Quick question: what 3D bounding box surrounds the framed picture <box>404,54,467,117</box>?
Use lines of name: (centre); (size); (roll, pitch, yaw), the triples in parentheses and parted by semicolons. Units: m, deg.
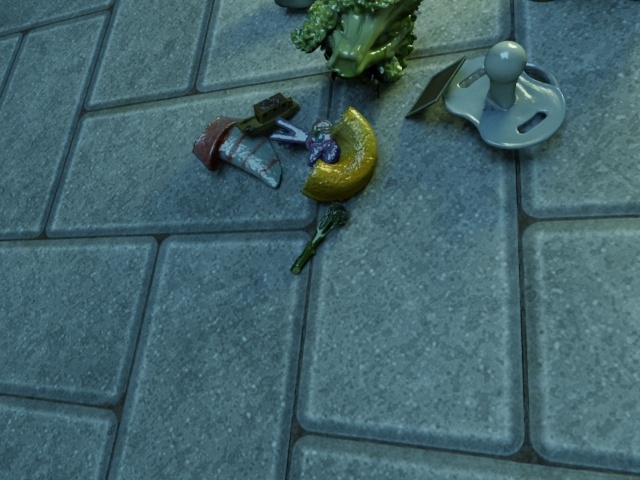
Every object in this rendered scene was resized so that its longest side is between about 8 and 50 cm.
framed picture: (0.288, -0.381, 1.223); (0.011, 0.183, 0.142); (35, 84, -12)

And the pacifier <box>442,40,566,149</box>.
pacifier: (0.424, -0.357, 1.105); (0.244, 0.233, 0.299); (-39, 61, 0)

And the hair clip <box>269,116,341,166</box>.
hair clip: (-0.025, -0.268, 1.332); (0.278, 0.090, 0.137); (16, 82, 27)

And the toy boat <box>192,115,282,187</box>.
toy boat: (-0.212, -0.252, 1.414); (0.282, 0.096, 0.206); (30, 67, 19)

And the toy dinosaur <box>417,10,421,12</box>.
toy dinosaur: (0.217, -0.728, 1.450); (0.220, 0.032, 0.108); (37, 83, 27)

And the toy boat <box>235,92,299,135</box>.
toy boat: (-0.154, -0.364, 1.402); (0.200, 0.077, 0.057); (-33, 64, -18)

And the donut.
donut: (0.074, -0.205, 1.239); (0.152, 0.101, 0.259); (28, 83, -5)

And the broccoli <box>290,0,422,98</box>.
broccoli: (0.113, -0.517, 1.243); (0.347, 0.293, 0.281); (-19, 36, 53)

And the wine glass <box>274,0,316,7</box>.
wine glass: (-0.026, -0.799, 1.524); (0.241, 0.126, 0.127); (1, 70, 20)

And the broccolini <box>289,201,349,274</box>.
broccolini: (0.001, 0.000, 1.248); (0.216, 0.058, 0.067); (-58, 20, 1)
